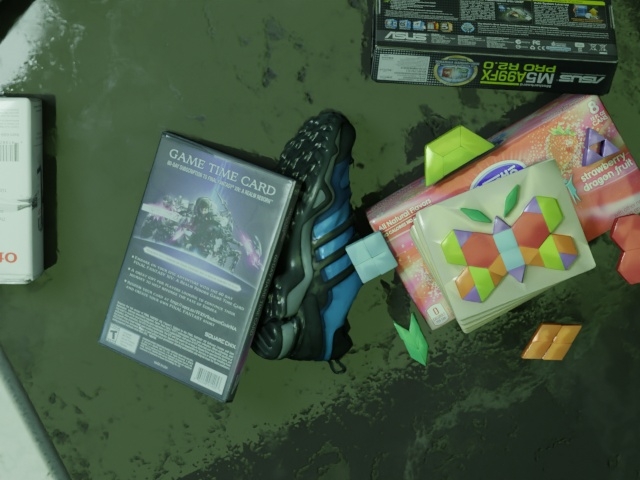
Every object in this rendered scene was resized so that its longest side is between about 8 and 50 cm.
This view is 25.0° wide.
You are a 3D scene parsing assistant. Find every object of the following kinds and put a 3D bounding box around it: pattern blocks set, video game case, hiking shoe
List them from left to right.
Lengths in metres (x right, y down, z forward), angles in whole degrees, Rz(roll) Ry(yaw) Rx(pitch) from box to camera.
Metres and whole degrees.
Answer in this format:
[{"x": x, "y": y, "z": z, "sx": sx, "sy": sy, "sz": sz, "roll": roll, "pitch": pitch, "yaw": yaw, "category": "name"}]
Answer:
[{"x": -0.146, "y": 0.029, "z": 1.712, "sx": 0.196, "sy": 0.026, "sz": 0.274, "roll": 22, "pitch": 97, "yaw": 27, "category": "video game case"}, {"x": 0.000, "y": 0.000, "z": 1.731, "sx": 0.132, "sy": 0.113, "sz": 0.304, "roll": 13, "pitch": 91, "yaw": -33, "category": "hiking shoe"}, {"x": 0.208, "y": 0.005, "z": 1.612, "sx": 0.325, "sy": 0.026, "sz": 0.285, "roll": -37, "pitch": 96, "yaw": 5, "category": "pattern blocks set"}]

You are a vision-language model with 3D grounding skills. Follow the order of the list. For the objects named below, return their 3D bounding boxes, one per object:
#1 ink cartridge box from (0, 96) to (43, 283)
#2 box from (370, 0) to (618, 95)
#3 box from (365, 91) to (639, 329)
[{"x": -0.411, "y": -0.061, "z": 1.710, "sx": 0.158, "sy": 0.092, "sz": 0.218, "roll": 1, "pitch": 96, "yaw": -1, "category": "ink cartridge box"}, {"x": 0.193, "y": -0.270, "z": 1.640, "sx": 0.270, "sy": 0.060, "sz": 0.216, "roll": 3, "pitch": 54, "yaw": -2, "category": "box"}, {"x": 0.217, "y": -0.041, "z": 1.692, "sx": 0.300, "sy": 0.142, "sz": 0.154, "roll": -29, "pitch": 96, "yaw": 3, "category": "box"}]
